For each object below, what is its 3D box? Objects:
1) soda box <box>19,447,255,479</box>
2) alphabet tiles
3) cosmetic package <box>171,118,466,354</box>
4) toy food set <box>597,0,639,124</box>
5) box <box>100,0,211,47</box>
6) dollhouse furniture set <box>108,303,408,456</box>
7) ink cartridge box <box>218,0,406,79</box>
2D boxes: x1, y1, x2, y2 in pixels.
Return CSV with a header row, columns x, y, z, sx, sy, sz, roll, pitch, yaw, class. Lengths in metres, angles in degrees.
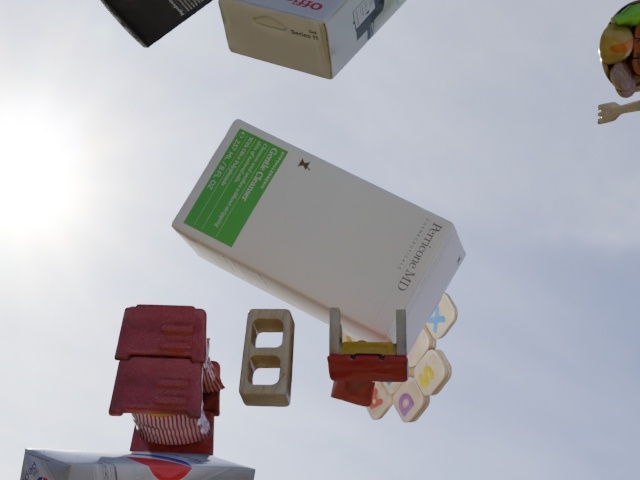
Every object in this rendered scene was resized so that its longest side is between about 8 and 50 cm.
x,y,z,sx,sy,sz,roll,pitch,yaw,class
-0.212,0.299,1.780,0.091,0.098,0.286,9,-2,44,soda box
0.116,0.146,2.481,0.021,0.284,0.278,0,-41,-36,alphabet tiles
0.000,0.000,2.198,0.366,0.197,0.155,25,-12,20,cosmetic package
0.419,-0.252,2.011,0.132,0.192,0.038,-15,22,-25,toy food set
-0.190,-0.374,1.970,0.207,0.153,0.108,-35,-48,9,box
-0.072,0.194,1.981,0.374,0.152,0.201,1,-27,5,dollhouse furniture set
0.000,-0.292,1.787,0.153,0.208,0.086,19,-40,28,ink cartridge box
